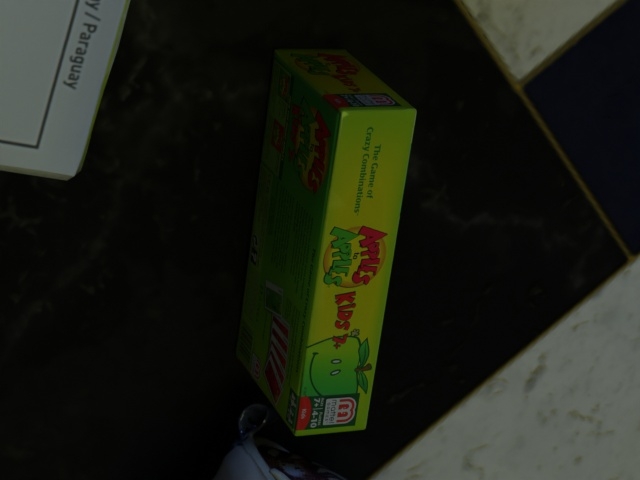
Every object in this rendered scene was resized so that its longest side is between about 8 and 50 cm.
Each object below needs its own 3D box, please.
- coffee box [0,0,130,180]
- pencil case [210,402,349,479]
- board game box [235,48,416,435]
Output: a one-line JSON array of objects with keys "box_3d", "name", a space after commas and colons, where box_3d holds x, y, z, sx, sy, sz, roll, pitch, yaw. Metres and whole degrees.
[{"box_3d": [-0.228, -0.253, 0.628, 0.334, 0.337, 0.338, 9, 109, -27], "name": "coffee box"}, {"box_3d": [-0.122, 0.280, 1.045, 0.410, 0.160, 0.183, -43, 140, 1], "name": "pencil case"}, {"box_3d": [0.000, 0.000, 1.002, 0.043, 0.092, 0.181, -3, 116, -24], "name": "board game box"}]
